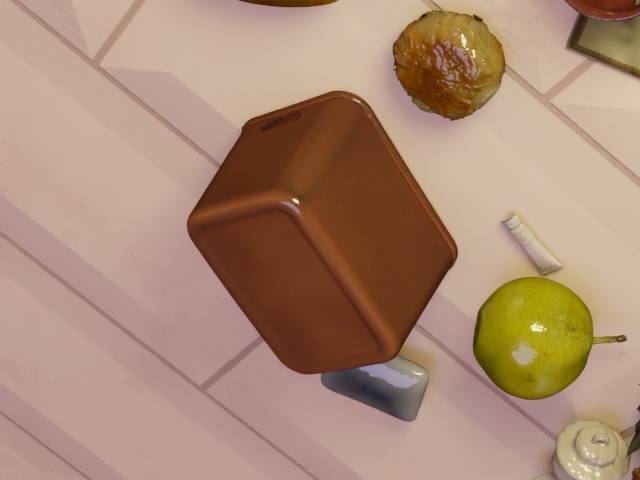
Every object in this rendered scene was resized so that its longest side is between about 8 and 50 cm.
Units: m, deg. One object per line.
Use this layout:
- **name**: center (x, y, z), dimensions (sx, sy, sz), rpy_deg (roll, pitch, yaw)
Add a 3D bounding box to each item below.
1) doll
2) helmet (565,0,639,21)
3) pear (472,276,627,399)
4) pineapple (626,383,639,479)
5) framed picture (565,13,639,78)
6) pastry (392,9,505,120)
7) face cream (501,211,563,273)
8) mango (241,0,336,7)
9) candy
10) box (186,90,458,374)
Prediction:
- **doll**: center (0.410, 0.384, 2.303), dimensions (0.138, 0.119, 0.293), rpy_deg (16, 142, 5)
- **helmet**: center (0.333, -0.342, 1.655), dimensions (0.175, 0.106, 0.155), rpy_deg (26, 118, 12)
- **pear**: center (0.331, 0.143, 2.094), dimensions (0.216, 0.166, 0.180), rpy_deg (3, 121, -2)
- **pineapple**: center (0.536, 0.290, 2.128), dimensions (0.165, 0.165, 0.364), rpy_deg (12, 126, 20)
- **framed picture**: center (0.430, -0.255, 1.755), dimensions (0.231, 0.010, 0.173), rpy_deg (25, 138, 7)
- **pastry**: center (0.165, -0.229, 1.878), dimensions (0.153, 0.081, 0.153), rpy_deg (19, 139, 18)
- **face cream**: center (0.302, 0.005, 2.068), dimensions (0.038, 0.020, 0.115), rpy_deg (-23, 119, 41)
- **mango**: center (-0.069, -0.370, 1.861), dimensions (0.253, 0.113, 0.138), rpy_deg (10, 138, 32)
- **candy**: center (0.088, 0.222, 2.357), dimensions (0.174, 0.071, 0.138), rpy_deg (23, 140, 10)
- **box**: center (0.000, 0.000, 2.081), dimensions (0.239, 0.229, 0.339), rpy_deg (-13, 122, 38)
